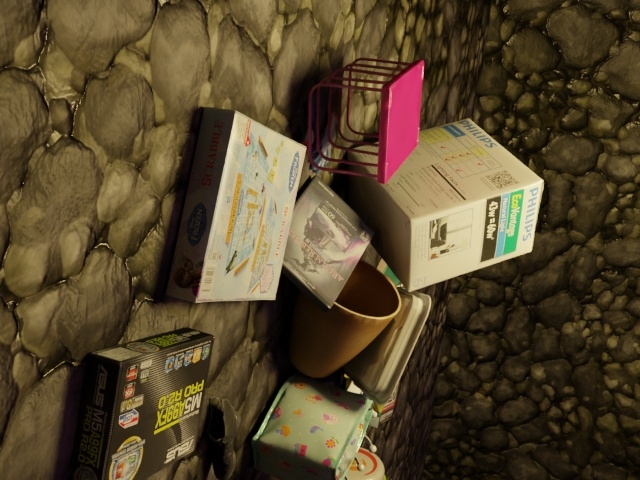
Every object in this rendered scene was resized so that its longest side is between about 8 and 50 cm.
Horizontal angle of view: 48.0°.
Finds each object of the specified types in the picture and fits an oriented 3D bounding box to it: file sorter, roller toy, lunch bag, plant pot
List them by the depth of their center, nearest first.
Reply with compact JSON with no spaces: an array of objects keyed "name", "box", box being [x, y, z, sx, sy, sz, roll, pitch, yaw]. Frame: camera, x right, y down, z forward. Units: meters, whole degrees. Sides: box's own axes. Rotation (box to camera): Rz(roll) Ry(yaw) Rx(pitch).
[{"name":"file sorter","box":[0.101,-0.277,1.583,0.290,0.182,0.202,-48,144,-58]},{"name":"plant pot","box":[0.027,0.193,1.695,0.254,0.237,0.237,-63,169,29]},{"name":"lunch bag","box":[-0.012,0.446,1.708,0.262,0.223,0.160,-55,155,-48]},{"name":"roller toy","box":[0.098,0.733,2.214,0.209,0.191,0.146,-44,141,-66]}]

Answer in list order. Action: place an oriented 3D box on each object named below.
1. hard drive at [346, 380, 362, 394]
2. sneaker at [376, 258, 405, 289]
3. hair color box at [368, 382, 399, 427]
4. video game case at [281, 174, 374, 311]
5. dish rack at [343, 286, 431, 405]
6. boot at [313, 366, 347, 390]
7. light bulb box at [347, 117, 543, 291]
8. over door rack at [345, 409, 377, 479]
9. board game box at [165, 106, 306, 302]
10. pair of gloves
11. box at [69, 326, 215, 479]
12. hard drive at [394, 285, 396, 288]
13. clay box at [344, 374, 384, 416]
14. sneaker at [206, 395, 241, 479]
[{"name":"hard drive","box":[0.056,0.497,2.029,0.210,0.040,0.318,-55,170,-47]},{"name":"sneaker","box":[0.219,0.173,2.308,0.108,0.121,0.302,73,35,-53]},{"name":"hair color box","box":[0.208,0.427,2.442,0.185,0.114,0.374,13,89,-70]},{"name":"video game case","box":[0.000,0.000,1.577,0.026,0.196,0.274,-36,-166,43]},{"name":"dish rack","box":[0.146,0.242,1.790,0.285,0.072,0.333,-64,-169,-4]},{"name":"boot","box":[0.046,0.306,1.963,0.246,0.094,0.207,88,20,-49]},{"name":"light bulb box","box":[0.303,-0.104,1.828,0.361,0.358,0.225,-16,130,-15]},{"name":"over door rack","box":[0.057,0.643,1.994,0.324,0.108,0.239,-54,169,-46]},{"name":"board game box","box":[-0.141,-0.049,1.302,0.318,0.066,0.318,13,90,-70]},{"name":"pair of gloves","box":[-0.003,-0.250,1.617,0.198,0.023,0.159,58,46,-63]},{"name":"box","box":[-0.274,0.265,1.142,0.270,0.060,0.216,-3,104,-69]},{"name":"hard drive","box":[0.197,0.217,2.206,0.255,0.054,0.172,34,81,-43]},{"name":"clay box","box":[0.124,0.453,2.212,0.222,0.127,0.053,78,32,-47]},{"name":"sneaker","box":[-0.201,0.397,1.435,0.089,0.051,0.170,25,74,-69]}]
